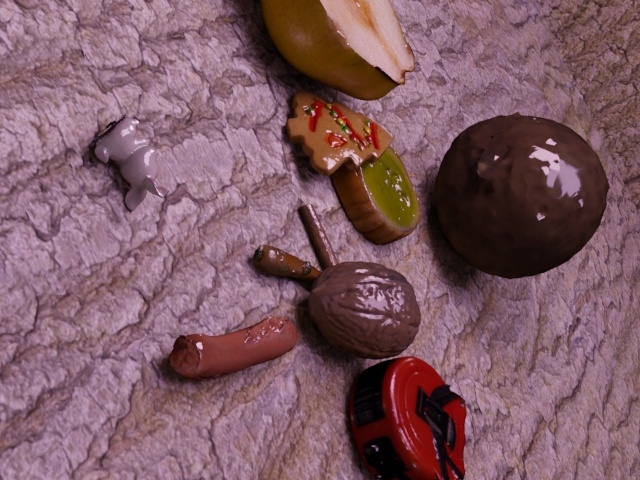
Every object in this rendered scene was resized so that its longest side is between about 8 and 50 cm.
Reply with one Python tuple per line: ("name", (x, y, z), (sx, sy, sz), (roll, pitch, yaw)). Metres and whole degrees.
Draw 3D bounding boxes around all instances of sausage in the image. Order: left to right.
("sausage", (-0.119, 0.161, 1.441), (0.304, 0.078, 0.078), (-6, 74, -57))

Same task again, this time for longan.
("longan", (0.449, -0.107, 2.162), (0.391, 0.391, 0.391), (34, 43, -39))

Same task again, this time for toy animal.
("toy animal", (-0.276, -0.119, 1.407), (0.124, 0.071, 0.085), (52, 33, -20))

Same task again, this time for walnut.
("walnut", (0.074, 0.121, 1.671), (0.230, 0.178, 0.178), (20, 52, -35))

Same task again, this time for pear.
("pear", (0.008, -0.448, 1.934), (0.387, 0.191, 0.340), (58, 31, -12))

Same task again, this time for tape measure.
("tape measure", (0.161, 0.336, 1.690), (0.260, 0.114, 0.253), (45, 36, -29))

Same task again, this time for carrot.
("carrot", (-0.033, 0.055, 1.675), (0.254, 0.049, 0.049), (24, 49, -52))

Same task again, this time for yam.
("yam", (0.000, 0.000, 1.767), (0.032, 0.032, 0.145), (-16, 81, -58))

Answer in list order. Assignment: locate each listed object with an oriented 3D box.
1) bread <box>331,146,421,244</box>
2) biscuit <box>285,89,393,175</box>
("bread", (0.118, -0.105, 1.974), (0.236, 0.070, 0.236), (33, 45, -41))
("biscuit", (0.043, -0.211, 1.877), (0.238, 0.041, 0.212), (2, 50, -27))
